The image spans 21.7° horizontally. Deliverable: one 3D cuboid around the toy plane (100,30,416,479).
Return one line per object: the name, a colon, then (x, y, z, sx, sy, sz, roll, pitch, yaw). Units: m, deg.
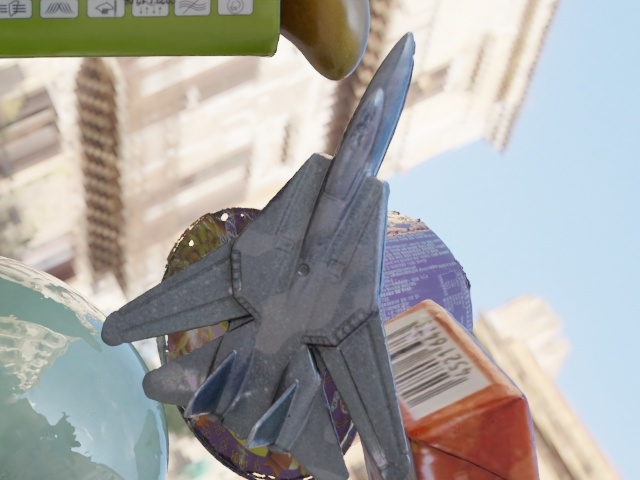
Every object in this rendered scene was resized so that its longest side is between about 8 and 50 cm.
toy plane: (0.003, 0.001, 1.009, 0.212, 0.267, 0.088, 24, -2, 16)

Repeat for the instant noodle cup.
instant noodle cup: (0.006, 0.100, 2.005, 0.340, 0.266, 0.339, 11, -72, 39)

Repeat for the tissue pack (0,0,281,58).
tissue pack: (-0.185, -0.259, 1.426, 0.167, 0.275, 0.200, -150, -121, -64)

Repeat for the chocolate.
chocolate: (0.110, 0.202, 1.440, 0.237, 0.108, 0.234, -132, -152, -65)

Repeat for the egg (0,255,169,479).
egg: (-0.286, 0.148, 1.350, 0.389, 0.276, 0.276, 16, -47, 40)

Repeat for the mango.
mango: (-0.010, -0.221, 1.490, 0.102, 0.085, 0.184, -51, -137, 25)
